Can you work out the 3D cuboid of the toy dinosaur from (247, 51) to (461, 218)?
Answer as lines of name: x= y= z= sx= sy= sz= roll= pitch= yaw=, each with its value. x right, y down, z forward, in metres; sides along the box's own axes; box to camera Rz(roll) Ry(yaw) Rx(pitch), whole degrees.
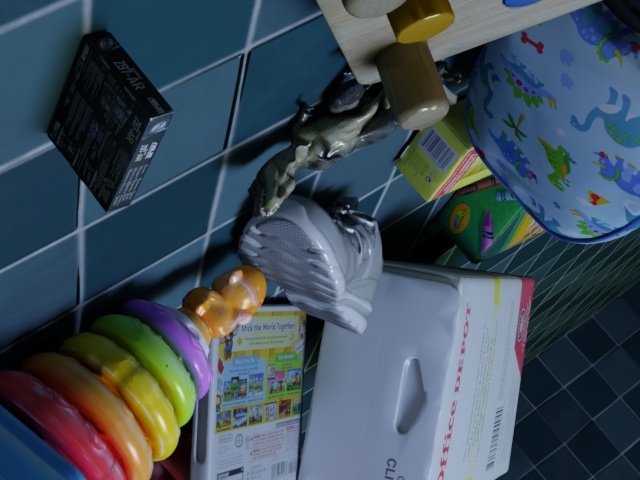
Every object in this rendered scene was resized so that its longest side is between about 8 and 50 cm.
toy dinosaur: x=0.044 y=-0.108 z=0.927 sx=0.268 sy=0.064 sz=0.118 roll=-30 pitch=167 yaw=-36

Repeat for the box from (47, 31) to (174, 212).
box: x=-0.123 y=-0.067 z=0.659 sx=0.018 sy=0.067 sz=0.083 roll=-23 pitch=156 yaw=-43

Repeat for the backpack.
backpack: x=0.263 y=-0.147 z=0.949 sx=0.273 sy=0.290 sz=0.355 roll=-45 pitch=172 yaw=-1

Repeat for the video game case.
video game case: x=-0.072 y=0.170 z=1.205 sx=0.026 sy=0.206 sz=0.227 roll=2 pitch=178 yaw=23

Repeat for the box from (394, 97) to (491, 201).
box: x=0.183 y=-0.115 z=1.195 sx=0.232 sy=0.058 sz=0.087 roll=-22 pitch=156 yaw=-44

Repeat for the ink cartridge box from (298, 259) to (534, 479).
ink cartridge box: x=0.134 y=0.168 z=1.423 sx=0.384 sy=0.160 sz=0.279 roll=7 pitch=92 yaw=-67

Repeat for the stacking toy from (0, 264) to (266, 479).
stacking toy: x=-0.152 y=0.113 z=0.958 sx=0.302 sy=0.165 sz=0.175 roll=-43 pitch=155 yaw=-31

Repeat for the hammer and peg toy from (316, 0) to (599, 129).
hammer and peg toy: x=0.168 y=-0.196 z=0.651 sx=0.361 sy=0.127 sz=0.266 roll=-19 pitch=164 yaw=7

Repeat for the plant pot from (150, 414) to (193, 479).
plant pot: x=-0.164 y=0.284 z=1.263 sx=0.191 sy=0.191 sz=0.174 roll=-47 pitch=167 yaw=23

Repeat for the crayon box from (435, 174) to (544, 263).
crayon box: x=0.291 y=-0.084 z=1.458 sx=0.278 sy=0.081 sz=0.165 roll=-22 pitch=156 yaw=-45

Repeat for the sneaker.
sneaker: x=0.000 y=0.000 z=1.093 sx=0.281 sy=0.105 sz=0.115 roll=59 pitch=52 yaw=-71
